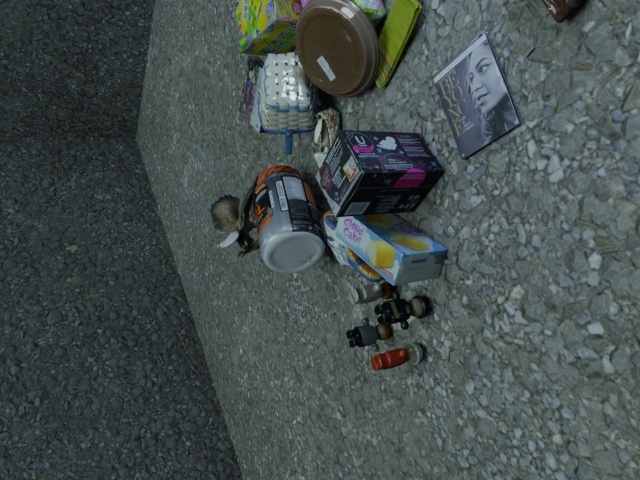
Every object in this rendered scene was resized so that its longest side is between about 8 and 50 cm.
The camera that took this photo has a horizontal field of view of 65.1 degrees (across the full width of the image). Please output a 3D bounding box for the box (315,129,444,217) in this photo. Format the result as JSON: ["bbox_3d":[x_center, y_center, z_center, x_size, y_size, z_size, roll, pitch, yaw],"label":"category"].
[{"bbox_3d":[0.140,-0.163,1.221,0.163,0.247,0.142,-58,47,45],"label":"box"}]

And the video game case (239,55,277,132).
[{"bbox_3d":[-0.246,-0.569,1.953,0.210,0.041,0.232,50,135,41],"label":"video game case"}]

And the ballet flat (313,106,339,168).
[{"bbox_3d":[0.014,-0.290,1.558,0.091,0.077,0.241,14,108,55],"label":"ballet flat"}]

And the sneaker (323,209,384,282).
[{"bbox_3d":[0.106,0.033,1.471,0.131,0.111,0.296,92,154,-42],"label":"sneaker"}]

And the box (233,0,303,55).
[{"bbox_3d":[-0.150,-0.792,1.632,0.279,0.176,0.290,-4,92,58],"label":"box"}]

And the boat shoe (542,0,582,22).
[{"bbox_3d":[0.395,-0.483,0.917,0.073,0.073,0.207,-56,50,44],"label":"boat shoe"}]

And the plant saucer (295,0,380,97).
[{"bbox_3d":[0.035,-0.516,1.359,0.277,0.041,0.278,27,140,25],"label":"plant saucer"}]

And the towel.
[{"bbox_3d":[0.181,-0.513,1.280,0.102,0.021,0.237,63,149,27],"label":"towel"}]

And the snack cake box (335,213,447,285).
[{"bbox_3d":[0.174,0.004,1.288,0.264,0.152,0.089,42,129,46],"label":"snack cake box"}]

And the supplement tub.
[{"bbox_3d":[-0.111,-0.078,1.638,0.338,0.207,0.207,-105,29,-42],"label":"supplement tub"}]

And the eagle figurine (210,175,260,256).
[{"bbox_3d":[-0.324,-0.090,2.038,0.225,0.226,0.299,135,119,-76],"label":"eagle figurine"}]

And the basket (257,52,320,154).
[{"bbox_3d":[-0.101,-0.438,1.607,0.289,0.200,0.255,123,145,-76],"label":"basket"}]

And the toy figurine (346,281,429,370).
[{"bbox_3d":[0.178,0.221,1.342,0.209,0.148,0.213,28,122,59],"label":"toy figurine"}]

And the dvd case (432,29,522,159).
[{"bbox_3d":[0.336,-0.312,1.096,0.164,0.018,0.221,-34,67,55],"label":"dvd case"}]

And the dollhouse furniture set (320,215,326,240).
[{"bbox_3d":[0.000,0.000,1.687,0.152,0.058,0.076,-50,44,26],"label":"dollhouse furniture set"}]

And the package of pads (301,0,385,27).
[{"bbox_3d":[0.051,-0.677,1.404,0.229,0.101,0.297,-40,62,54],"label":"package of pads"}]
